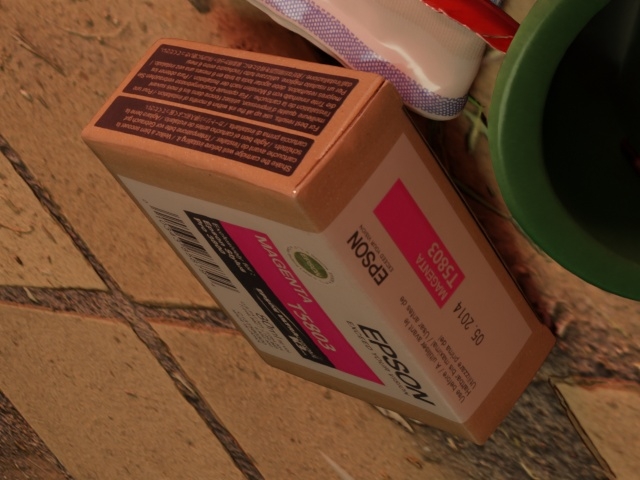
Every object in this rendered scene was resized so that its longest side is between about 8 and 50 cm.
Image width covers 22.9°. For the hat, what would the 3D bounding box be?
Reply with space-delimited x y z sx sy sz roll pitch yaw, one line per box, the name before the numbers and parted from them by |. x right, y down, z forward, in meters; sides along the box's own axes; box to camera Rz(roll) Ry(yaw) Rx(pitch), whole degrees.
hat | 0.133 -0.098 0.675 0.208 0.173 0.183 36 -160 -25

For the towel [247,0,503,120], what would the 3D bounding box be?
towel | 0.003 -0.187 0.734 0.209 0.034 0.285 36 153 14

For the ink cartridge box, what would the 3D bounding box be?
ink cartridge box | 0.000 0.000 0.919 0.193 0.088 0.235 17 152 46
